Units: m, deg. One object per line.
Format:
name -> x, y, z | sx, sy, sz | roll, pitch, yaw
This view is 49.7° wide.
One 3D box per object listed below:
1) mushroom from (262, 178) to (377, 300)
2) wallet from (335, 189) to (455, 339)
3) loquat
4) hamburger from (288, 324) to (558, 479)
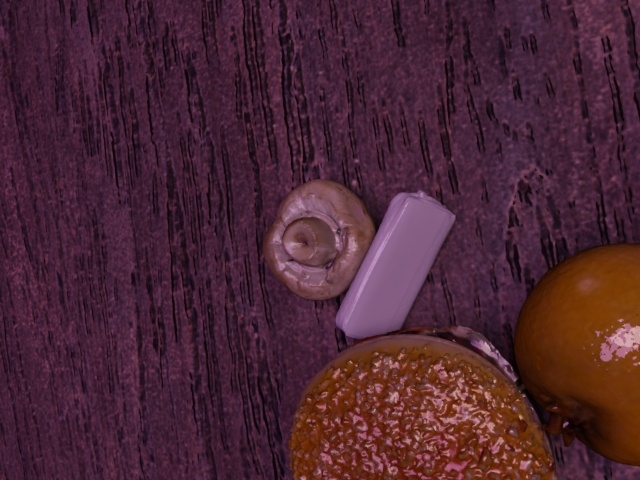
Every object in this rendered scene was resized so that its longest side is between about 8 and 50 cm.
mushroom -> 0.000, 0.000, 0.840 | 0.148, 0.112, 0.148 | 4, 98, 27
wallet -> 0.089, 0.032, 0.808 | 0.033, 0.095, 0.190 | 37, 107, 51
loquat -> 0.285, 0.102, 0.645 | 0.208, 0.208, 0.208 | -1, 87, 26
hamburger -> 0.106, 0.240, 0.739 | 0.301, 0.170, 0.302 | -3, 84, 27
